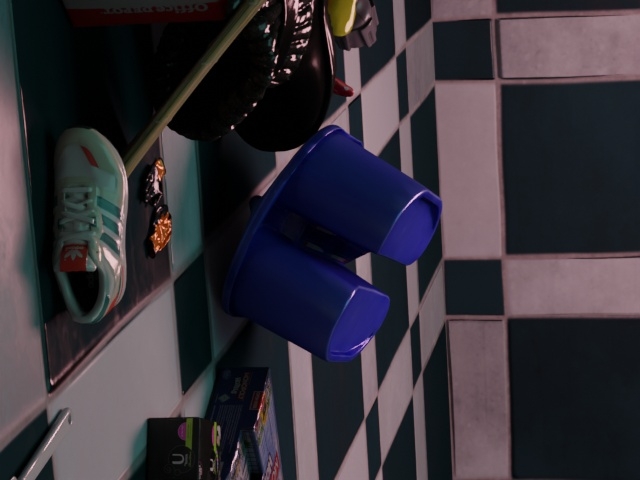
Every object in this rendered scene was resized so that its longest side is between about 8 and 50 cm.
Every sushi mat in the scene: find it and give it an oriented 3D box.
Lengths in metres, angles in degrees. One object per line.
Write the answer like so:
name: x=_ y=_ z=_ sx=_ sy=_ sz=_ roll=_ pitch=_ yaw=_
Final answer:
sushi mat: x=-0.085 y=-0.166 z=1.542 sx=0.316 sy=0.019 sz=0.151 roll=-49 pitch=-171 yaw=22

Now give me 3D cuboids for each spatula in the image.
spatula: x=-0.216 y=0.234 z=1.393 sx=0.242 sy=0.019 sz=0.168 roll=-62 pitch=149 yaw=-67

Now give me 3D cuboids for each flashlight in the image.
flashlight: x=0.022 y=-0.352 z=2.407 sx=0.304 sy=0.103 sz=0.103 roll=65 pitch=25 yaw=-62

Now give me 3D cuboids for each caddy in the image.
caddy: x=0.000 y=0.000 z=2.051 sx=0.241 sy=0.179 sz=0.341 roll=-59 pitch=168 yaw=2

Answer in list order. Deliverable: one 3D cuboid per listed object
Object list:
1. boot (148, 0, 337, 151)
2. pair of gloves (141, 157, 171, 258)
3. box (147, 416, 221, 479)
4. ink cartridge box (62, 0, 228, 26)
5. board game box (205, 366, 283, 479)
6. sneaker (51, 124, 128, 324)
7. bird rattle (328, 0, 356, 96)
boot: x=-0.075 y=-0.166 z=1.830 sx=0.260 sy=0.131 sz=0.348 roll=-70 pitch=166 yaw=-44
pair of gloves: x=-0.155 y=-0.032 z=1.735 sx=0.074 sy=0.010 sz=0.083 roll=-68 pitch=154 yaw=-62
box: x=-0.129 y=0.202 z=1.741 sx=0.083 sy=0.052 sz=0.062 roll=41 pitch=48 yaw=-74
ink cartridge box: x=-0.149 y=-0.246 z=1.462 sx=0.231 sy=0.134 sz=0.078 roll=73 pitch=20 yaw=-54
board game box: x=-0.083 y=0.271 z=1.952 sx=0.194 sy=0.060 sz=0.194 roll=-77 pitch=161 yaw=-51
sneaker: x=-0.186 y=-0.009 z=1.454 sx=0.075 sy=0.057 sz=0.161 roll=-74 pitch=164 yaw=-71
bird rattle: x=-0.050 y=-0.266 z=2.083 sx=0.207 sy=0.143 sz=0.253 roll=59 pitch=29 yaw=-27
